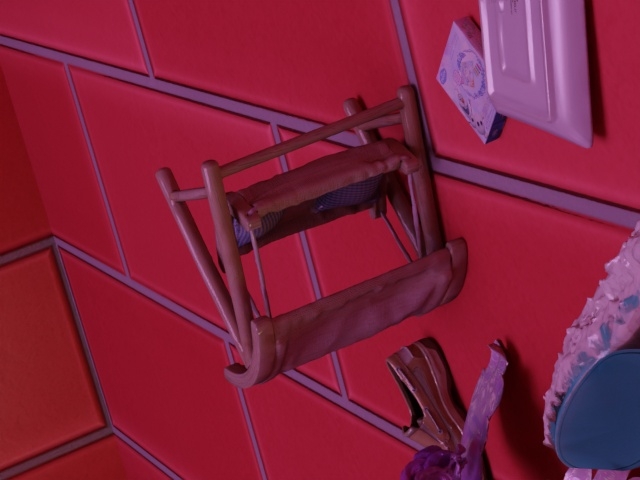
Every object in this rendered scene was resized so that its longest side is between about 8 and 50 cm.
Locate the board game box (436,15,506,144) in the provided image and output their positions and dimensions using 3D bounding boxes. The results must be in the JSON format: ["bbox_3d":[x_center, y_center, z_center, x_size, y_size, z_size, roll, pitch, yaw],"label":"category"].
[{"bbox_3d":[0.150,-0.154,1.761,0.090,0.020,0.090,56,155,24],"label":"board game box"}]

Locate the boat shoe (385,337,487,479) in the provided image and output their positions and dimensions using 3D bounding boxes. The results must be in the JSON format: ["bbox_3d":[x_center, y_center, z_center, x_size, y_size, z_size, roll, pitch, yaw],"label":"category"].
[{"bbox_3d":[0.125,0.210,2.090,0.190,0.072,0.068,66,158,3],"label":"boat shoe"}]

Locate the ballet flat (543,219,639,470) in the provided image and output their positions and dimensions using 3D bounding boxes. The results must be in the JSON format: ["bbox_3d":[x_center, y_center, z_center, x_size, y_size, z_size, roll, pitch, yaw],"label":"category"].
[{"bbox_3d":[0.291,0.042,1.493,0.147,0.147,0.409,57,150,25],"label":"ballet flat"}]

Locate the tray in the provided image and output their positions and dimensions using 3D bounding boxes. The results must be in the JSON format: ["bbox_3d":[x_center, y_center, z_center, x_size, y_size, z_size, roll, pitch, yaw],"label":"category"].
[{"bbox_3d":[0.175,-0.218,1.602,0.145,0.030,0.270,31,134,54],"label":"tray"}]

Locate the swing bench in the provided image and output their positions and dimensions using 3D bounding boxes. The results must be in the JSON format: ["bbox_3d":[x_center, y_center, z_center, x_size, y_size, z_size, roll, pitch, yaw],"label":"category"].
[{"bbox_3d":[0.000,0.000,1.941,0.165,0.253,0.255,-2,109,67],"label":"swing bench"}]

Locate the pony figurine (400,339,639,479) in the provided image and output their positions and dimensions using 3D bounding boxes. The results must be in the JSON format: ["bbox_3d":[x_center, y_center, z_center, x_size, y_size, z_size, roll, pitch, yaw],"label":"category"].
[{"bbox_3d":[0.141,0.318,1.879,0.303,0.363,0.351,-128,42,-51],"label":"pony figurine"}]
